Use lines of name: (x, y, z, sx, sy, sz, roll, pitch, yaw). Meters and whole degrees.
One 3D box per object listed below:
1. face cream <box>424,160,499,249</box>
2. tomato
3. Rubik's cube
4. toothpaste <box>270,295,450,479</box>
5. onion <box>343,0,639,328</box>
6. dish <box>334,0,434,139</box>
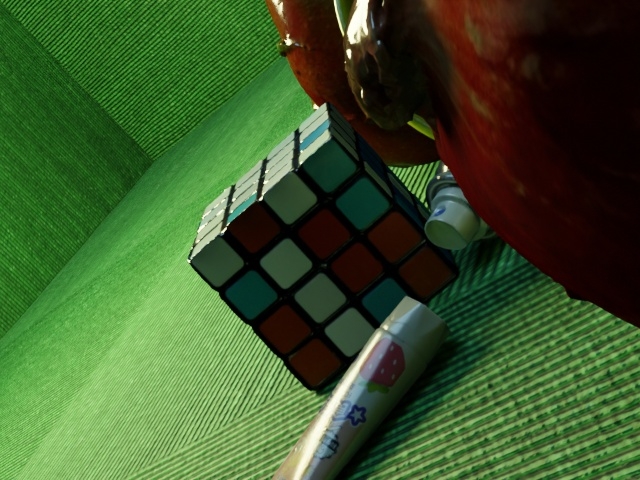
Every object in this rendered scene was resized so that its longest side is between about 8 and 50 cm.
face cream: (0.166, -0.096, 0.885, 0.283, 0.073, 0.073, -51, 16, -32)
tomato: (0.085, -0.219, 1.046, 0.239, 0.303, 0.303, -24, 18, 11)
Rubik's cube: (0.000, 0.000, 0.906, 0.155, 0.151, 0.154, -41, 12, 10)
toothpaste: (0.013, 0.125, 0.732, 0.194, 0.043, 0.067, -52, 17, -10)
onion: (0.175, -0.106, 0.408, 0.341, 0.341, 0.341, -40, 14, 12)
dish: (0.145, -0.166, 0.674, 0.262, 0.221, 0.108, -34, -22, 12)
